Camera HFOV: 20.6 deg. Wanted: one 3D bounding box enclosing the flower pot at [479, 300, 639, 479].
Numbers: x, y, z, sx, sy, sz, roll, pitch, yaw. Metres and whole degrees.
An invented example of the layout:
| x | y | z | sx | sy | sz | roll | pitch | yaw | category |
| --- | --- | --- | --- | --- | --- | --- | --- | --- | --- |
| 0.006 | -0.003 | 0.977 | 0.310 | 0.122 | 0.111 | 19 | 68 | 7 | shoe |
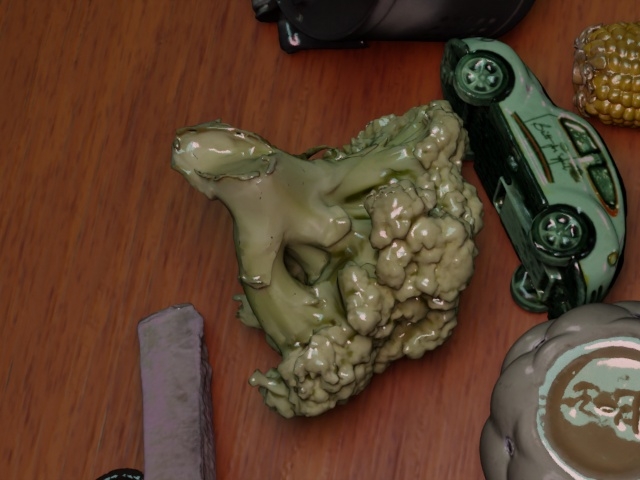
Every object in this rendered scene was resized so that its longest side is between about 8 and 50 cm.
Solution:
| x | y | z | sx | sy | sz | roll | pitch | yaw | category |
| --- | --- | --- | --- | --- | --- | --- | --- | --- | --- |
| 0.262 | 0.173 | 1.563 | 0.246 | 0.195 | 0.246 | -3 | 71 | 10 | flower pot |

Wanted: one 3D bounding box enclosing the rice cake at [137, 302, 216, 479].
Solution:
| x | y | z | sx | sy | sz | roll | pitch | yaw | category |
| --- | --- | --- | --- | --- | --- | --- | --- | --- | --- |
| -0.131 | 0.208 | 1.636 | 0.072 | 0.056 | 0.365 | -13 | 49 | 8 | rice cake |

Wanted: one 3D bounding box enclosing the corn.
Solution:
| x | y | z | sx | sy | sz | roll | pitch | yaw | category |
| --- | --- | --- | --- | --- | --- | --- | --- | --- | --- |
| 0.397 | -0.159 | 1.709 | 0.305 | 0.106 | 0.106 | 1 | 71 | 5 | corn |

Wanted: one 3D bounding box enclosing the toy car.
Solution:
| x | y | z | sx | sy | sz | roll | pitch | yaw | category |
| --- | --- | --- | --- | --- | --- | --- | --- | --- | --- |
| 0.211 | -0.065 | 1.691 | 0.125 | 0.136 | 0.306 | -17 | 67 | -11 | toy car |

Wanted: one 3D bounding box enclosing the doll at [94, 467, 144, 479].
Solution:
| x | y | z | sx | sy | sz | roll | pitch | yaw | category |
| --- | --- | --- | --- | --- | --- | --- | --- | --- | --- |
| -0.172 | 0.284 | 1.674 | 0.165 | 0.057 | 0.139 | -2 | 72 | 11 | doll |

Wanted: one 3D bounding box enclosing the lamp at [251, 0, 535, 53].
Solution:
| x | y | z | sx | sy | sz | roll | pitch | yaw | category |
| --- | --- | --- | --- | --- | --- | --- | --- | --- | --- |
| 0.095 | -0.297 | 1.705 | 0.272 | 0.374 | 0.205 | -8 | 84 | -20 | lamp |

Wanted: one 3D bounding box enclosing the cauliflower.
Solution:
| x | y | z | sx | sy | sz | roll | pitch | yaw | category |
| --- | --- | --- | --- | --- | --- | --- | --- | --- | --- |
| 0.022 | 0.008 | 1.610 | 0.260 | 0.281 | 0.327 | 16 | 84 | 28 | cauliflower |
